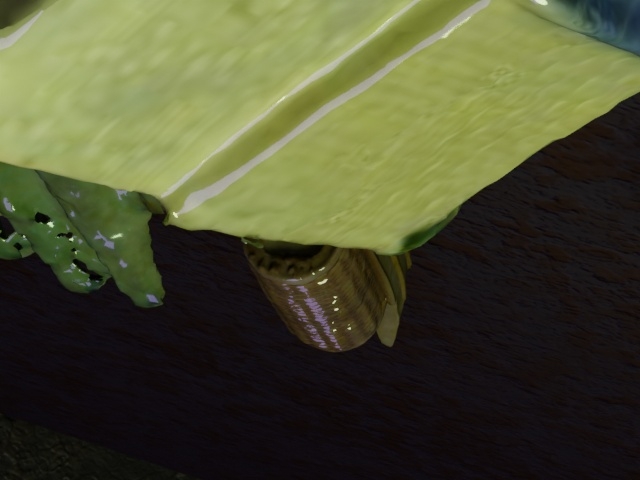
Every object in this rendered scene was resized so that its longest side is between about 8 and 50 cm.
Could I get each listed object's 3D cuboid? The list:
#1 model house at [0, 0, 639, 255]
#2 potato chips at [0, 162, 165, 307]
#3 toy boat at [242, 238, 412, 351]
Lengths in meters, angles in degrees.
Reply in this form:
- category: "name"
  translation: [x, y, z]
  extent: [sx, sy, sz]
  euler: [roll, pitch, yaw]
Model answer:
- category: "model house"
  translation: [0.015, -0.164, 0.645]
  extent: [0.266, 0.261, 0.321]
  euler: [-30, 154, 34]
- category: "potato chips"
  translation: [-0.194, -0.070, 0.895]
  extent: [0.389, 0.097, 0.373]
  euler: [19, 153, -39]
- category: "toy boat"
  translation: [0.000, 0.000, 1.273]
  extent: [0.089, 0.115, 0.310]
  euler: [11, 162, 16]
